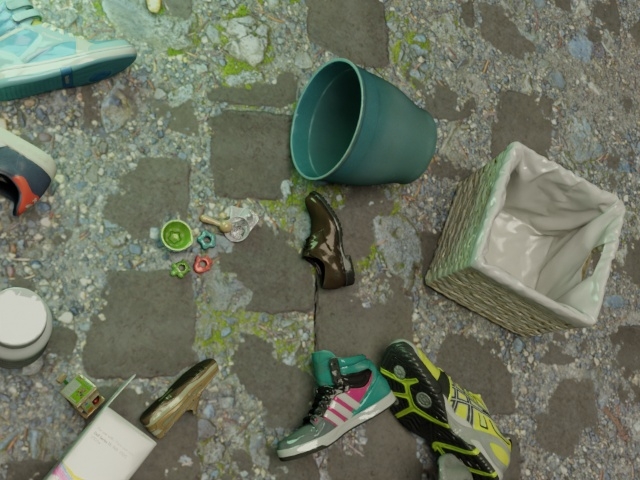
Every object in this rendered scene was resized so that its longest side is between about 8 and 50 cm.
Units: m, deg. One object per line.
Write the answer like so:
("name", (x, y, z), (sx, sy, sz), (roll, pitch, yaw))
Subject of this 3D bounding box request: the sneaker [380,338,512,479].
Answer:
("sneaker", (0.276, 0.373, 1.879), (0.384, 0.145, 0.147), (54, 44, -3))

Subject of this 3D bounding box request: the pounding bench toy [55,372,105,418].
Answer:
("pounding bench toy", (-0.468, 0.294, 1.637), (0.083, 0.065, 0.052), (32, 63, 23))

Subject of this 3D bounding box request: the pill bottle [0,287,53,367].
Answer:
("pill bottle", (-0.557, 0.158, 1.543), (0.131, 0.229, 0.131), (6, 73, -20))

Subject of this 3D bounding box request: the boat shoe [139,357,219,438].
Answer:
("boat shoe", (-0.272, 0.320, 1.708), (0.190, 0.068, 0.072), (-41, 105, -15))

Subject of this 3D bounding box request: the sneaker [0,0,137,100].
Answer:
("sneaker", (-0.557, -0.426, 1.758), (0.319, 0.127, 0.208), (-18, 84, -25))

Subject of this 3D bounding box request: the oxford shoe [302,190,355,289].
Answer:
("oxford shoe", (0.000, 0.000, 1.884), (0.096, 0.083, 0.227), (-14, 80, -19))

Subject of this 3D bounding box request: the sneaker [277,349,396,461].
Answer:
("sneaker", (0.009, 0.323, 1.774), (0.296, 0.124, 0.178), (-25, 90, -31))

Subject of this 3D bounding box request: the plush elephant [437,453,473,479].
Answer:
("plush elephant", (0.284, 0.601, 1.745), (0.272, 0.330, 0.255), (48, 39, 15))

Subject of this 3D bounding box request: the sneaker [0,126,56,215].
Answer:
("sneaker", (-0.696, -0.168, 1.630), (0.350, 0.131, 0.148), (28, 63, -12))

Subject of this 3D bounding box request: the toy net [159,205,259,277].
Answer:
("toy net", (-0.226, -0.007, 1.817), (0.232, 0.045, 0.122), (-20, 84, -25))

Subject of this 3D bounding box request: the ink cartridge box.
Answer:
("ink cartridge box", (-0.418, 0.424, 1.537), (0.119, 0.207, 0.353), (39, 66, -5))

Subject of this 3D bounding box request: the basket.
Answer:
("basket", (0.470, 0.013, 1.960), (0.331, 0.266, 0.328), (27, 68, -12))

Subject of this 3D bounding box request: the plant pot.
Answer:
("plant pot", (0.112, -0.242, 1.906), (0.255, 0.272, 0.271), (12, 71, -33))
